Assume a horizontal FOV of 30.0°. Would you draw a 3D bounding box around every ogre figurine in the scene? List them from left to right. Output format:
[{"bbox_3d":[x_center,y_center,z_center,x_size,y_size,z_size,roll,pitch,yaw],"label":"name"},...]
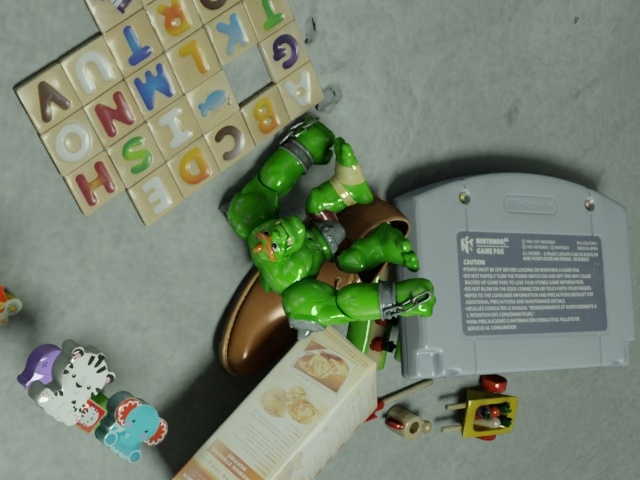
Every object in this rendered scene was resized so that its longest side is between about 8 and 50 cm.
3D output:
[{"bbox_3d":[0.000,0.000,0.979,0.118,0.097,0.197,-30,87,-6],"label":"ogre figurine"}]

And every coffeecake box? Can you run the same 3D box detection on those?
[{"bbox_3d":[-0.034,0.174,1.034,0.185,0.068,0.142,-47,163,-15],"label":"coffeecake box"}]

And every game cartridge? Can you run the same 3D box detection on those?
[{"bbox_3d":[0.193,0.032,1.168,0.294,0.060,0.196,2,87,-36],"label":"game cartridge"}]

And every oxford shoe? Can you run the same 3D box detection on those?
[{"bbox_3d":[-0.005,0.041,1.044,0.212,0.076,0.076,-48,132,-12],"label":"oxford shoe"}]

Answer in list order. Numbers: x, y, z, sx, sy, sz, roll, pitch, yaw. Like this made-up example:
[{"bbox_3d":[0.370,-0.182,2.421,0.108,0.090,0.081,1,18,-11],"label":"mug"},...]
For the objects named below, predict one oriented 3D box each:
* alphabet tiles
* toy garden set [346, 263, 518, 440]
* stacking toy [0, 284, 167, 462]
[{"bbox_3d":[-0.115,-0.131,0.931,0.237,0.009,0.198,-39,127,-22],"label":"alphabet tiles"},{"bbox_3d":[0.131,0.119,1.200,0.244,0.049,0.203,-2,108,-38],"label":"toy garden set"},{"bbox_3d":[-0.164,0.118,0.883,0.052,0.167,0.221,-52,130,-12],"label":"stacking toy"}]
